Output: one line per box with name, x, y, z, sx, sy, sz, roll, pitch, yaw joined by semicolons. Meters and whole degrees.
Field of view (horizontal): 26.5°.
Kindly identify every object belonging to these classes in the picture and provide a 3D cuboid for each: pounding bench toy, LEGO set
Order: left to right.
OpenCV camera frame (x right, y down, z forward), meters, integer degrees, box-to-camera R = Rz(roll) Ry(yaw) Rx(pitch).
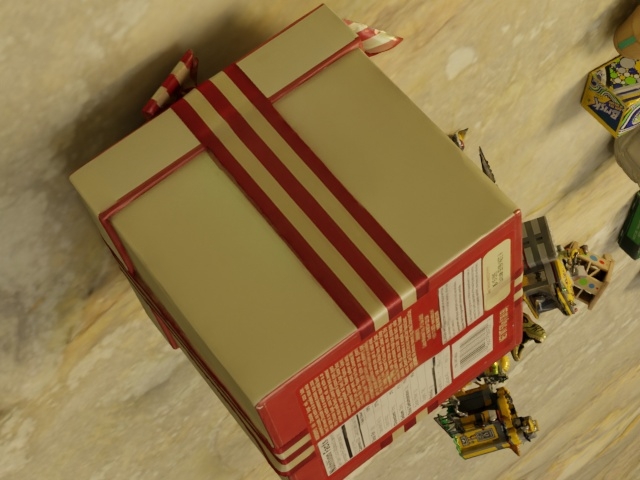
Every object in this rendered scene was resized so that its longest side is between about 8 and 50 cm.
LEGO set;0.182;0.069;1.356;0.192;0.255;0.331;-18;144;14
pounding bench toy;0.333;0.034;1.732;0.052;0.065;0.083;-65;176;37

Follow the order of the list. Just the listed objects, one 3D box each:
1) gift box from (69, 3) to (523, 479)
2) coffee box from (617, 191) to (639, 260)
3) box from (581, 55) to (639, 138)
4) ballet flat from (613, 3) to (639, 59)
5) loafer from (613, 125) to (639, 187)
gift box;0.000;0.000;1.011;0.276;0.258;0.255;-35;153;-16
coffee box;0.485;-0.057;1.810;0.184;0.040;0.113;-28;150;-24
box;0.361;-0.177;1.446;0.169;0.059;0.054;-30;151;-22
ballet flat;0.389;-0.238;1.403;0.232;0.080;0.073;-19;173;-34
loafer;0.472;-0.177;1.534;0.319;0.111;0.112;-51;152;17
